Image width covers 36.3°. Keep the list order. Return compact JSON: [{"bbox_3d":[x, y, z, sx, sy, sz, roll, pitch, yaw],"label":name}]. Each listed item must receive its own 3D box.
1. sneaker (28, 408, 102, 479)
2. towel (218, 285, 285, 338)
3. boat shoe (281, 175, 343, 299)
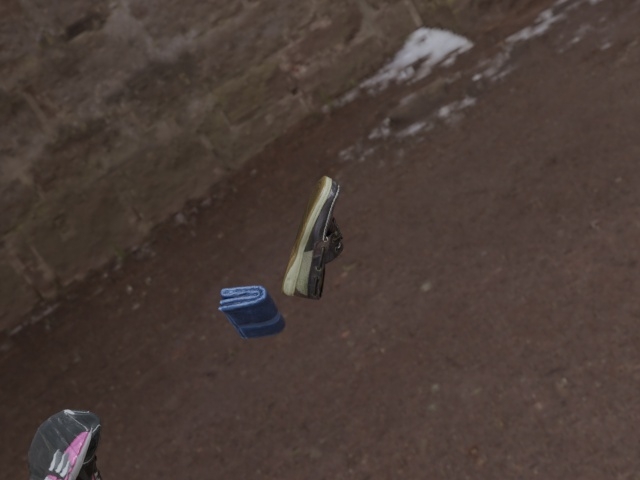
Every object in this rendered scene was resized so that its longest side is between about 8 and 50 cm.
[{"bbox_3d":[-0.252,0.240,0.986,0.077,0.072,0.178,-1,-52,-46],"label":"sneaker"},{"bbox_3d":[-0.087,0.096,1.268,0.067,0.119,0.029,-8,61,8],"label":"towel"},{"bbox_3d":[0.000,0.000,0.988,0.056,0.049,0.152,-77,5,-47],"label":"boat shoe"}]
